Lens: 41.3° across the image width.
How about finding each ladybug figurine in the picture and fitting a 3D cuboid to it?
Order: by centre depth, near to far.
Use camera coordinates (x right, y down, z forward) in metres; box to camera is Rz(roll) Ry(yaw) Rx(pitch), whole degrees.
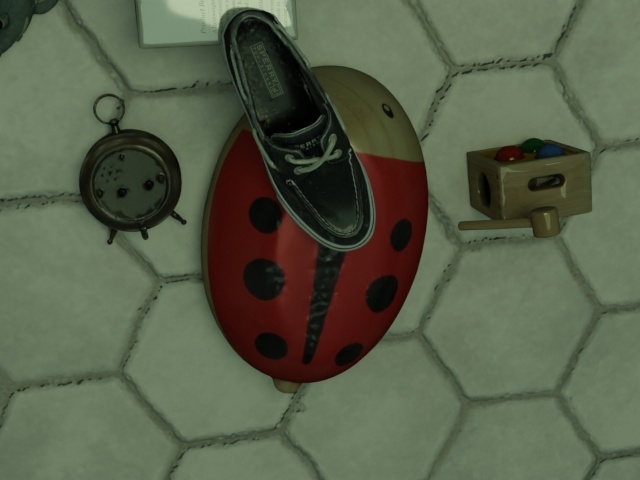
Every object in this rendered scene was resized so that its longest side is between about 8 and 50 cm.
[{"bbox_3d":[0.000,0.000,1.111,0.305,0.162,0.449,5,104,-12],"label":"ladybug figurine"}]

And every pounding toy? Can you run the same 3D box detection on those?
[{"bbox_3d":[0.263,-0.072,1.117,0.181,0.206,0.094,-9,106,-8],"label":"pounding toy"}]

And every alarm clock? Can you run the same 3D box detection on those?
[{"bbox_3d":[-0.250,-0.095,1.095,0.129,0.064,0.192,-16,104,-6],"label":"alarm clock"}]

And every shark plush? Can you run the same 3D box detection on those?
[{"bbox_3d":[-0.387,-0.265,1.019,0.073,0.067,0.161,40,95,-17],"label":"shark plush"}]

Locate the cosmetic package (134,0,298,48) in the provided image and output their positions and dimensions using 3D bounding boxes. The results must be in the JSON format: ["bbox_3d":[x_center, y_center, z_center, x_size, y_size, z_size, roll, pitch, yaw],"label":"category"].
[{"bbox_3d":[-0.130,-0.310,1.010,0.184,0.151,0.151,-4,105,-10],"label":"cosmetic package"}]

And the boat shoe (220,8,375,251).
[{"bbox_3d":[-0.019,-0.115,0.941,0.108,0.102,0.301,-24,105,-2],"label":"boat shoe"}]
